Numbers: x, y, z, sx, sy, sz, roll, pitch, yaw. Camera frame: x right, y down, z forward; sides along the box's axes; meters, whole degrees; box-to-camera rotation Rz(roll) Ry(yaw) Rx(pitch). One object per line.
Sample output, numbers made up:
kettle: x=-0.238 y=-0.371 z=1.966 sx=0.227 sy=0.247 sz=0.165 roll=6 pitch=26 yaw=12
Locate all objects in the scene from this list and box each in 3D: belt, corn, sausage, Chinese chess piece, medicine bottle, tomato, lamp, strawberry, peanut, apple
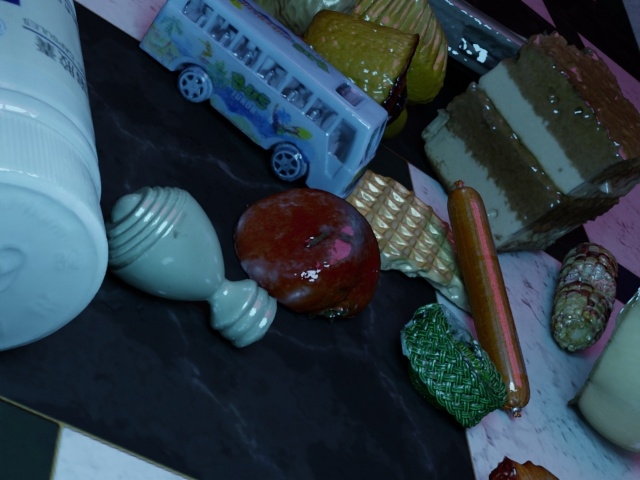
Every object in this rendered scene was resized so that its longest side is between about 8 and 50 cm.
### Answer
belt: x=0.149 y=0.151 z=1.213 sx=0.151 sy=0.079 sz=0.121 roll=52 pitch=16 yaw=-11
corn: x=0.418 y=0.087 z=1.633 sx=0.098 sy=0.098 sz=0.290 roll=44 pitch=28 yaw=-1
sausage: x=0.221 y=0.070 z=1.367 sx=0.053 sy=0.053 sz=0.348 roll=17 pitch=53 yaw=-41
Chinese chess piece: x=0.481 y=0.128 z=1.406 sx=0.140 sy=0.338 sz=0.338 roll=32 pitch=24 yaw=18
medicine bottle: x=-0.280 y=-0.089 z=0.831 sx=0.190 sy=0.190 sz=0.332 roll=22 pitch=35 yaw=-37
tomato: x=0.000 y=0.000 z=1.184 sx=0.189 sy=0.099 sz=0.173 roll=12 pitch=44 yaw=-44
lamp: x=-0.125 y=0.026 z=0.990 sx=0.193 sy=0.106 sz=0.106 roll=44 pitch=26 yaw=-21
strawberry: x=0.237 y=0.303 z=1.116 sx=0.187 sy=0.082 sz=0.146 roll=10 pitch=48 yaw=-56
peanut: x=-0.032 y=-0.396 z=1.564 sx=0.110 sy=0.233 sz=0.197 roll=31 pitch=73 yaw=-43
apple: x=0.097 y=-0.202 z=1.617 sx=0.089 sy=0.074 sz=0.089 roll=57 pitch=17 yaw=-28

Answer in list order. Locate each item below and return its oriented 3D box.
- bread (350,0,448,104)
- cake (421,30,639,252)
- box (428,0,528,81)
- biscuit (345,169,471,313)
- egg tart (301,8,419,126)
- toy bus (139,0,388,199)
bread: x=0.107 y=-0.323 z=1.665 sx=0.240 sy=0.139 sz=0.240 roll=35 pitch=-11 yaw=8
cake: x=0.363 y=-0.145 z=1.666 sx=0.255 sy=0.290 sz=0.282 roll=-2 pitch=53 yaw=-53
box: x=0.238 y=-0.418 z=1.957 sx=0.396 sy=0.111 sz=0.396 roll=32 pitch=16 yaw=-4
biscuit: x=0.118 y=-0.013 z=1.424 sx=0.309 sy=0.040 sz=0.205 roll=28 pitch=32 yaw=-30
egg tart: x=0.038 y=-0.216 z=1.444 sx=0.170 sy=0.215 sz=0.215 roll=26 pitch=30 yaw=-3
toy bus: x=-0.064 y=-0.195 z=1.311 sx=0.329 sy=0.136 sz=0.109 roll=39 pitch=30 yaw=1
